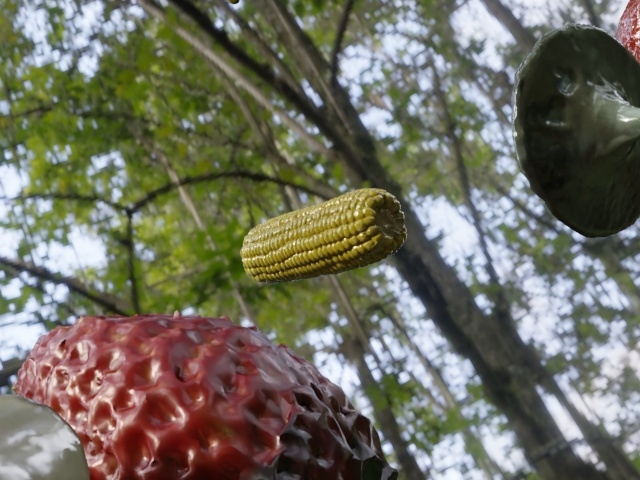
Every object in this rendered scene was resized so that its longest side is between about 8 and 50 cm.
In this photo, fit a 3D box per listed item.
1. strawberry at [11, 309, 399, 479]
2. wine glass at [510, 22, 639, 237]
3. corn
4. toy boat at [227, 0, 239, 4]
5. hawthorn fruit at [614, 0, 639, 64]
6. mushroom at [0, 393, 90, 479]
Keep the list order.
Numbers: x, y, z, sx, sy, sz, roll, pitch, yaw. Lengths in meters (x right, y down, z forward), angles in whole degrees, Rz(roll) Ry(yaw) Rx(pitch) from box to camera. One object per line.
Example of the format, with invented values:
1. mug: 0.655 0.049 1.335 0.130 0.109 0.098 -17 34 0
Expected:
1. strawberry: -0.087 0.171 0.753 0.238 0.288 0.250 28 -102 -51
2. wine glass: 0.368 -0.115 0.979 0.267 0.267 0.406 1 -6 -35
3. corn: 0.000 0.000 1.505 0.093 0.093 0.244 11 -20 -42
4. toy boat: -0.045 -0.354 1.162 0.141 0.099 0.318 28 -29 -2
5. hawthorn fruit: 0.461 -0.249 1.508 0.253 0.205 0.205 -9 -24 31
6. mushroom: -0.254 0.151 0.424 0.353 0.325 0.353 14 -23 6
